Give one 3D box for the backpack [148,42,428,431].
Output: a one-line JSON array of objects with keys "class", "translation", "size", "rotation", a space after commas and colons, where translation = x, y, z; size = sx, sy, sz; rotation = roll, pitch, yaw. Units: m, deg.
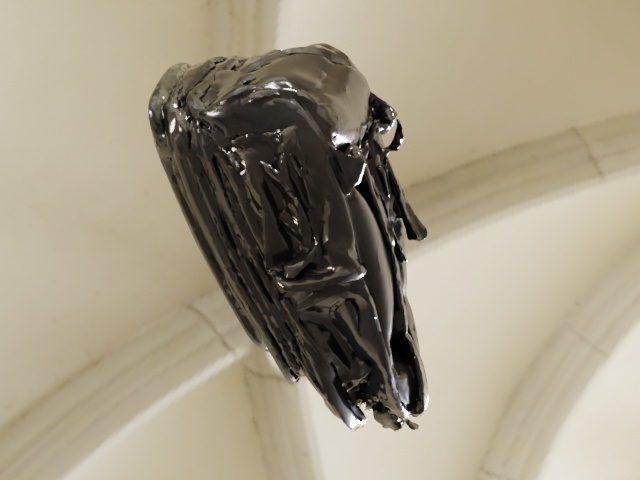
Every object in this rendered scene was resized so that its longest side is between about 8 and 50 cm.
[{"class": "backpack", "translation": [0.000, 0.000, 0.784], "size": [0.133, 0.206, 0.258], "rotation": [-16, -75, 11]}]
